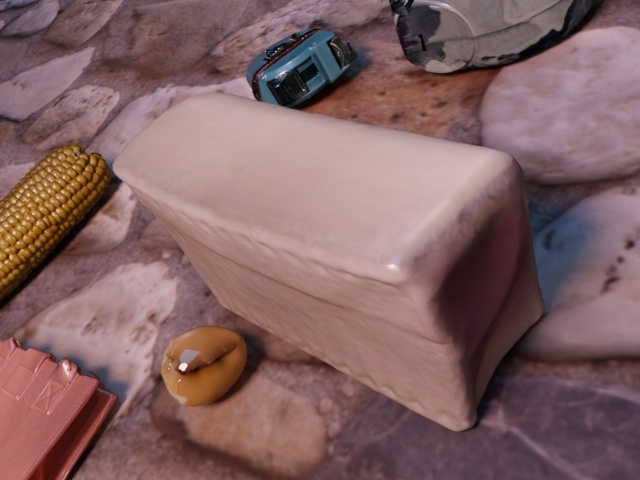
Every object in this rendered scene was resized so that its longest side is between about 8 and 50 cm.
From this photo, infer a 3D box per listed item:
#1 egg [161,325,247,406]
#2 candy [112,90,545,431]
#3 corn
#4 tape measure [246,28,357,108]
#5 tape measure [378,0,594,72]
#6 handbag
[{"bbox_3d":[-0.109,0.116,0.635,0.083,0.071,0.071,-23,40,-13],"label":"egg"},{"bbox_3d":[0.000,-0.003,0.584,0.359,0.208,0.145,21,61,42],"label":"candy"},{"bbox_3d":[-0.396,-0.023,0.908,0.101,0.101,0.310,13,55,38],"label":"corn"},{"bbox_3d":[-0.036,-0.236,0.927,0.146,0.081,0.125,-38,32,-9],"label":"tape measure"},{"bbox_3d":[0.201,-0.334,0.837,0.275,0.147,0.256,-20,43,14],"label":"tape measure"},{"bbox_3d":[-0.325,0.185,0.697,0.213,0.059,0.157,9,56,34],"label":"handbag"}]
